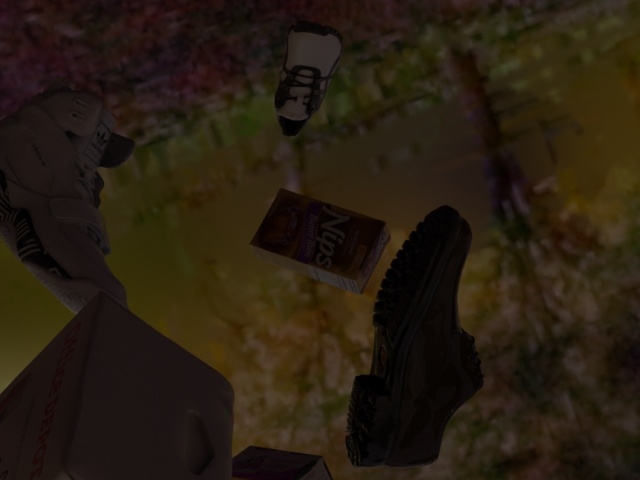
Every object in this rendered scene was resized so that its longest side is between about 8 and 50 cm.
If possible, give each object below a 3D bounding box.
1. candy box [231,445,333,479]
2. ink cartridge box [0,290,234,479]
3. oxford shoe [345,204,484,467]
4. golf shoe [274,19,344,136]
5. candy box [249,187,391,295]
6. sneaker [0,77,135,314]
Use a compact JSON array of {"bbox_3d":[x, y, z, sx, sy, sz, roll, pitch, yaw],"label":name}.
[{"bbox_3d":[-0.022,0.375,1.509,0.071,0.233,0.159,-32,-164,-34],"label":"candy box"},{"bbox_3d":[-0.262,0.270,1.063,0.384,0.160,0.279,-44,-158,17],"label":"ink cartridge box"},{"bbox_3d":[0.092,0.081,0.998,0.096,0.227,0.083,9,-162,-16],"label":"oxford shoe"},{"bbox_3d":[-0.018,-0.204,1.568,0.077,0.094,0.198,12,155,-1],"label":"golf shoe"},{"bbox_3d":[0.000,0.000,1.844,0.186,0.109,0.053,19,157,22],"label":"candy box"},{"bbox_3d":[-0.311,-0.061,1.543,0.210,0.366,0.137,-43,150,-7],"label":"sneaker"}]
